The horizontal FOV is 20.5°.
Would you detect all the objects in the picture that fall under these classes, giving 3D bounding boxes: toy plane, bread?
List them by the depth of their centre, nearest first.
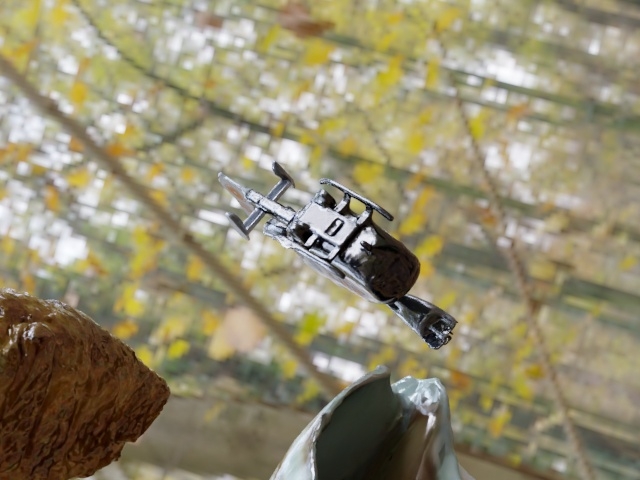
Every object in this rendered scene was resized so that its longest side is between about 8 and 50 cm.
[{"bbox_3d":[-0.157,0.068,0.730,0.233,0.076,0.105,-13,-52,-55],"label":"bread"},{"bbox_3d":[-0.001,-0.001,1.094,0.053,0.197,0.078,-50,-40,-13],"label":"toy plane"}]

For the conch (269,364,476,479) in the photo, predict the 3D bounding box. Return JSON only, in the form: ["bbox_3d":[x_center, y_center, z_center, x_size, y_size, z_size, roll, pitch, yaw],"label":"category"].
[{"bbox_3d":[0.057,0.271,1.047,0.249,0.197,0.368,29,-149,-40],"label":"conch"}]
